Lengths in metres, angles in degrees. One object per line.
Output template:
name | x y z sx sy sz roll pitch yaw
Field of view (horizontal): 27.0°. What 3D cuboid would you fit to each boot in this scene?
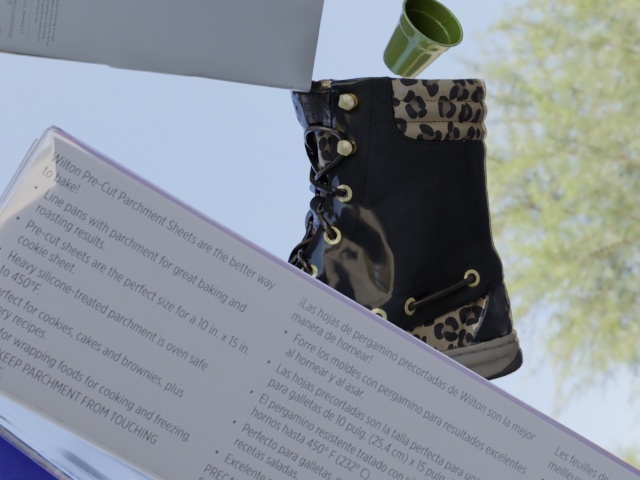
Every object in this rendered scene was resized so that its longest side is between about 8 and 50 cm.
boot | 0.000 0.000 1.187 0.138 0.377 0.284 -168 74 -74

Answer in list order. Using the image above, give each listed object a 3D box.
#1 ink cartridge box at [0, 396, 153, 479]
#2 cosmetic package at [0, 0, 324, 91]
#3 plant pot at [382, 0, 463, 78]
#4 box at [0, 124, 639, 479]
ink cartridge box | -0.160 0.142 0.767 0.071 0.324 0.330 -58 -32 -8
cosmetic package | -0.203 -0.216 1.220 0.284 0.377 0.097 7 -80 -27
plant pot | 0.113 -0.235 1.584 0.083 0.083 0.079 -38 -9 -48
box | 0.050 0.079 0.368 0.067 0.324 0.063 -61 10 -6
